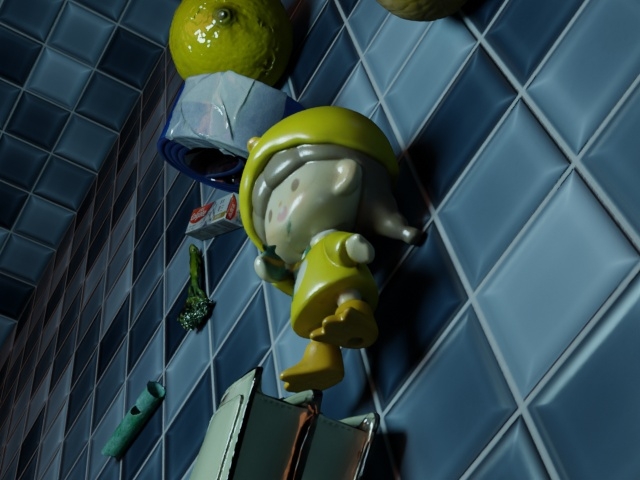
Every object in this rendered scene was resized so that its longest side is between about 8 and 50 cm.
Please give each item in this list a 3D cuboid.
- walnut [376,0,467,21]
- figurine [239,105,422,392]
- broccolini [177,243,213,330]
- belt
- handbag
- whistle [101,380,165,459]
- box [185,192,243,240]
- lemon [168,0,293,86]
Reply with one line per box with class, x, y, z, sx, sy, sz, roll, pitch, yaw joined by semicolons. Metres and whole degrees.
walnut;0.128;-0.362;1.290;0.167;0.167;0.207;-56;21;22
figurine;0.000;0.000;1.180;0.215;0.187;0.344;-38;39;34
broccolini;-0.216;0.082;1.816;0.254;0.071;0.058;-97;-4;-65
belt;-0.143;-0.166;1.647;0.117;0.212;0.347;-68;17;-11
handbag;-0.078;0.331;1.029;0.236;0.160;0.359;-34;36;63
whistle;-0.330;0.319;1.800;0.186;0.039;0.039;-53;24;29
box;-0.187;-0.041;1.850;0.218;0.039;0.055;-13;56;64
lemon;-0.161;-0.374;1.900;0.228;0.228;0.253;-54;4;28
